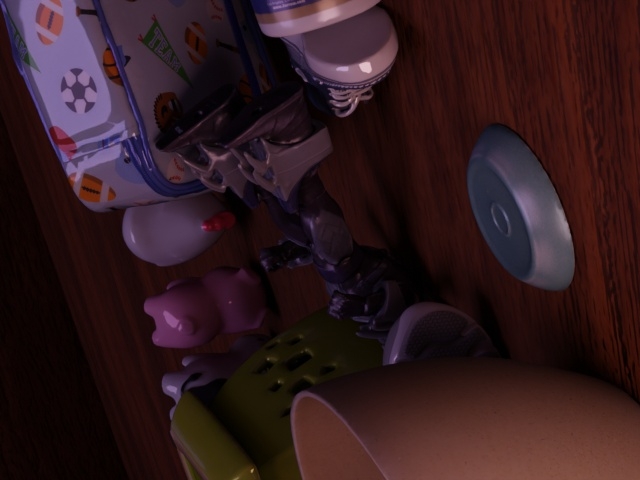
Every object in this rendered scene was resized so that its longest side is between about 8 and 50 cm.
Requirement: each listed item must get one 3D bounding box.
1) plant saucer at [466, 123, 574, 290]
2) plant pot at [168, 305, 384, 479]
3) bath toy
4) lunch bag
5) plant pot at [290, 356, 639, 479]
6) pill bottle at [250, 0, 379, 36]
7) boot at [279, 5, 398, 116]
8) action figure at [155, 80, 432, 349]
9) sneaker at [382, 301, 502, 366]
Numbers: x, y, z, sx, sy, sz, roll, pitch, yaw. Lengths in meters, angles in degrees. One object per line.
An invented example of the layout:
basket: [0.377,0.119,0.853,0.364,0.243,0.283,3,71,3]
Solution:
plant saucer: [0.126,-0.018,1.123,0.119,0.021,0.119,57,162,30]
plant pot: [-0.006,0.223,1.590,0.228,0.207,0.227,37,148,63]
bath toy: [-0.111,0.091,1.920,0.129,0.151,0.348,-3,112,33]
lunch bag: [-0.144,-0.184,1.430,0.115,0.243,0.303,-14,94,35]
plant pot: [0.128,0.188,1.096,0.284,0.191,0.284,58,164,28]
pill bottle: [-0.023,-0.234,1.171,0.094,0.094,0.169,27,138,67]
boot: [0.021,-0.128,1.260,0.086,0.069,0.190,65,175,-26]
action figure: [0.000,0.000,1.360,0.285,0.099,0.185,53,163,-29]
sneaker: [0.092,0.158,1.344,0.115,0.105,0.281,46,156,52]
